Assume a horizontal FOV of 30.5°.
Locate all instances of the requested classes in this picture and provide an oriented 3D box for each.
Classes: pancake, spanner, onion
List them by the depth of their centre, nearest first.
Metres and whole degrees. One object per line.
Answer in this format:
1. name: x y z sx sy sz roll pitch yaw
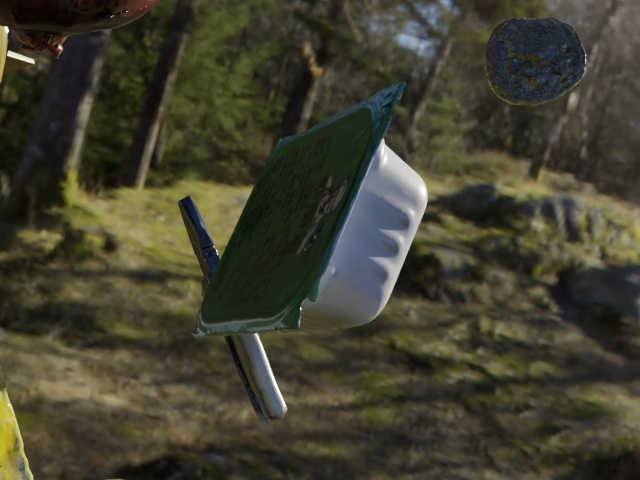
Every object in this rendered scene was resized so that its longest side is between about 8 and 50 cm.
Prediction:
1. pancake: 0.219 -0.184 1.198 0.108 0.108 0.017 17 -13 11
2. onion: -0.312 -0.318 1.314 0.314 0.232 0.314 8 16 -2
3. spanner: -0.123 0.091 1.571 0.040 0.325 0.095 -21 -7 -18

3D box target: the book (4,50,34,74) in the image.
1. book: -0.528 -0.253 1.739 0.172 0.012 0.118 -14 -12 26

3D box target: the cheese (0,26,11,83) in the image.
1. cheese: -0.436 -0.291 1.578 0.036 0.162 0.086 7 21 -28

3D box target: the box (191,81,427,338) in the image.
1. box: 0.000 0.000 1.234 0.106 0.264 0.336 29 -16 -19

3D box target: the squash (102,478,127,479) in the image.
1. squash: -0.145 0.307 0.844 0.169 0.093 0.252 54 27 -14

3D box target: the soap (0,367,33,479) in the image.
1. soap: -0.480 0.248 1.104 0.427 0.306 0.115 -21 22 -27
